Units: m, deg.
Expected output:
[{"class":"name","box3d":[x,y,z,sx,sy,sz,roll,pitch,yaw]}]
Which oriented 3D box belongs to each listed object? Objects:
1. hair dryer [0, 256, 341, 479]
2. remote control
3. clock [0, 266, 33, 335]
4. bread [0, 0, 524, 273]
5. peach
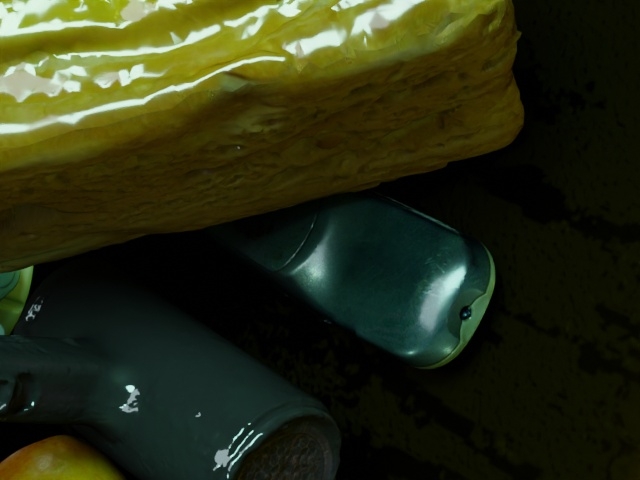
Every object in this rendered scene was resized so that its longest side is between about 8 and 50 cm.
[{"class":"hair dryer","box3d":[-0.135,0.075,0.716,0.197,0.251,0.089,29,103,41]},{"class":"remote control","box3d":[0.000,0.000,0.768,0.222,0.042,0.072,27,89,43]},{"class":"clock","box3d":[-0.250,0.022,0.958,0.148,0.060,0.189,-27,58,29]},{"class":"bread","box3d":[-0.093,-0.065,0.703,0.380,0.185,0.109,-15,72,3]},{"class":"peach","box3d":[-0.141,0.159,0.793,0.100,0.100,0.101,-16,64,35]}]
